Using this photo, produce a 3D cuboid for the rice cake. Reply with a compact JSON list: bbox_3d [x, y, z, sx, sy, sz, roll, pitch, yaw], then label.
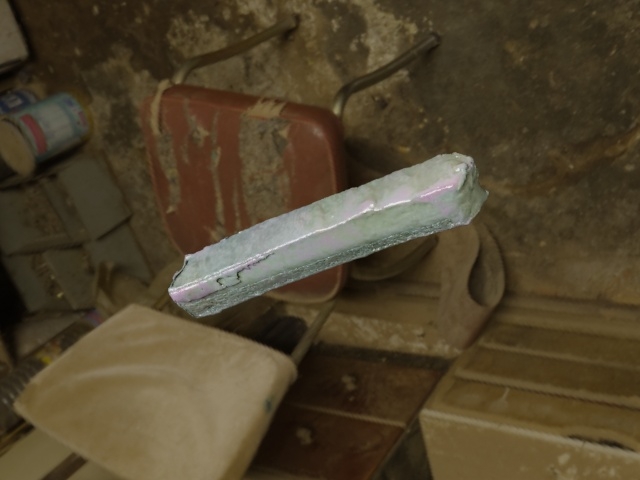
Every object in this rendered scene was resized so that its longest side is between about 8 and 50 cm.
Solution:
[{"bbox_3d":[0.000,0.000,0.480,0.211,0.034,0.043,-21,140,20],"label":"rice cake"}]
